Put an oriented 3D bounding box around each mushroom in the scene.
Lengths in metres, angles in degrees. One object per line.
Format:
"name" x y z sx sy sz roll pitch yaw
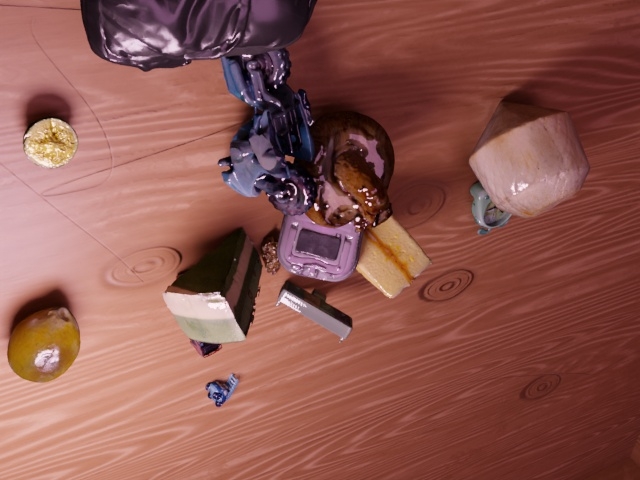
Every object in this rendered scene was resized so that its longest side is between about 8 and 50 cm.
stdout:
"mushroom" 0.060 -0.152 1.750 0.263 0.283 0.195 -27 176 -18

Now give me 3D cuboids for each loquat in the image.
"loquat" -0.621 0.231 1.663 0.152 0.152 0.195 21 117 -40

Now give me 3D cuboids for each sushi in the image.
"sushi" -0.124 0.035 1.890 0.061 0.060 0.118 -24 129 -10

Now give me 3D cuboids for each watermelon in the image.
"watermelon" -0.537 -0.198 1.457 0.105 0.062 0.106 -14 120 -25

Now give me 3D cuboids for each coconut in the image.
"coconut" 0.557 -0.235 1.984 0.328 0.329 0.329 -17 129 -22

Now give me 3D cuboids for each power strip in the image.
"power strip" -0.014 0.183 2.009 0.215 0.145 0.061 32 105 -5

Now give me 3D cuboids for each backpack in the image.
"backpack" -0.205 -0.484 1.337 0.445 0.255 0.364 -1 122 -15

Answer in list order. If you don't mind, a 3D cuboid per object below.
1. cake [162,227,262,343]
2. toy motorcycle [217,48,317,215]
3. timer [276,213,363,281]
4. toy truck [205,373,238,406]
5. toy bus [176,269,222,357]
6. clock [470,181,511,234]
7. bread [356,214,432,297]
"cake" -0.254 0.106 1.775 0.172 0.284 0.158 -11 123 16
"toy motorcycle" -0.139 -0.241 1.597 0.172 0.232 0.416 -46 132 -46
"timer" 0.000 0.000 1.843 0.208 0.069 0.191 11 83 1
"toy truck" -0.274 0.420 2.083 0.090 0.056 0.073 -33 139 -26
"toy bus" -0.307 0.187 1.858 0.073 0.096 0.235 -24 131 -25
"clock" 0.514 -0.104 2.191 0.148 0.060 0.189 -22 131 -19
"bread" 0.138 -0.005 1.890 0.167 0.264 0.163 -43 136 -6
